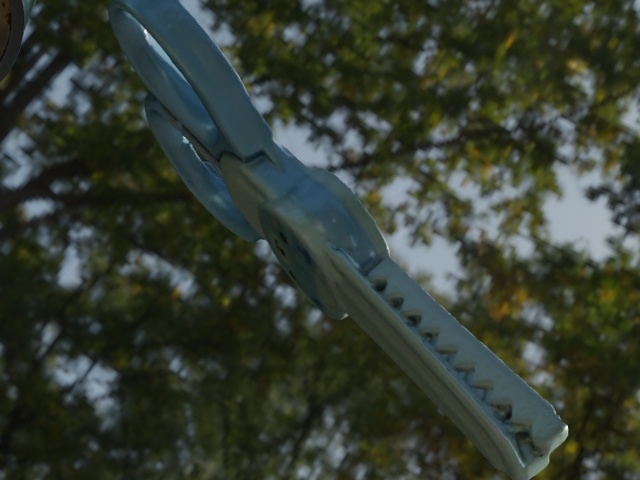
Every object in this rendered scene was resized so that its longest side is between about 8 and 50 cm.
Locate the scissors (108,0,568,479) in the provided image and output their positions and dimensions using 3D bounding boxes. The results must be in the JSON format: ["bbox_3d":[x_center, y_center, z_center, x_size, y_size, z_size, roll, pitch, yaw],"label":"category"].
[{"bbox_3d":[0.000,0.000,0.610,0.256,0.030,0.125,45,-18,34],"label":"scissors"}]

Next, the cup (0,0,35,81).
[{"bbox_3d":[-0.314,-0.297,1.180,0.242,0.292,0.308,-6,-48,16],"label":"cup"}]
